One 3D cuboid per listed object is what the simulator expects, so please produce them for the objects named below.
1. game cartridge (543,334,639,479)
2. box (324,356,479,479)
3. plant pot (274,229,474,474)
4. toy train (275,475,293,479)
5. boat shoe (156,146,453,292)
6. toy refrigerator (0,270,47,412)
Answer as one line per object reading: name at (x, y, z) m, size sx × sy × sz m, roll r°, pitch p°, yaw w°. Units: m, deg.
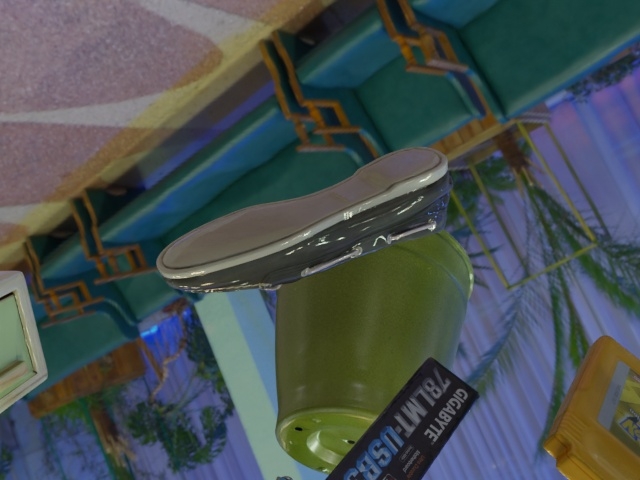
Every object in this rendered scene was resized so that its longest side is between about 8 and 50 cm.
game cartridge at (0.474, 0.300, 0.946) m, size 0.323 × 0.285 × 0.053 m, roll -29°, pitch 156°, yaw -55°
box at (0.013, 0.293, 0.665) m, size 0.295 × 0.073 × 0.293 m, roll -32°, pitch 152°, yaw -52°
plant pot at (0.072, 0.192, 1.139) m, size 0.366 × 0.366 × 0.353 m, roll -30°, pitch -147°, yaw 36°
toy train at (-0.082, 0.536, 1.259) m, size 0.080 × 0.184 × 0.105 m, roll 31°, pitch 157°, yaw -20°
boat shoe at (0.000, 0.000, 0.715) m, size 0.335 × 0.096 × 0.112 m, roll -23°, pitch -150°, yaw -17°
toy refrigerator at (-0.314, 0.111, 0.462) m, size 0.094 × 0.102 × 0.269 m, roll -2°, pitch -164°, yaw 17°
